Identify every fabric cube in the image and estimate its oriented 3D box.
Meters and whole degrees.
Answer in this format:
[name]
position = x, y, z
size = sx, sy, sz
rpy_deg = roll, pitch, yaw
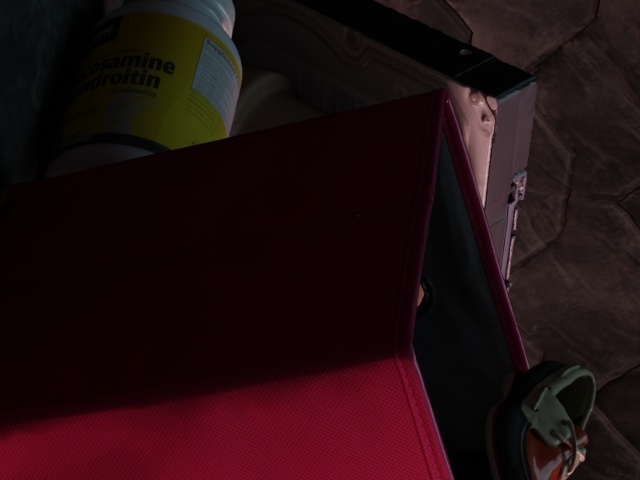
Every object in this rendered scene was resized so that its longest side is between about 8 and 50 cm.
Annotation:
[fabric cube]
position = -0.034, 0.107, 0.810
size = 0.259, 0.258, 0.254
rpy_deg = -75, 150, -59

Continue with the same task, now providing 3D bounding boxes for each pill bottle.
[pill bottle]
position = -0.106, -0.085, 0.997
size = 0.103, 0.103, 0.184
rpy_deg = 90, 8, -51

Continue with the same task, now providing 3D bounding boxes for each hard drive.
[hard drive]
position = 0.032, -0.097, 1.407
size = 0.064, 0.339, 0.237
rpy_deg = -30, 138, -37

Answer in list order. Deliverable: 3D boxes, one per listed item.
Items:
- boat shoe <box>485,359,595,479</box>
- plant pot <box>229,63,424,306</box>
[boat shoe]
position = 0.106, 0.094, 0.754
size = 0.137, 0.043, 0.049
rpy_deg = -52, 132, -69
[plant pot]
position = 0.000, 0.000, 1.279
size = 0.263, 0.229, 0.263
rpy_deg = 11, 90, -73
